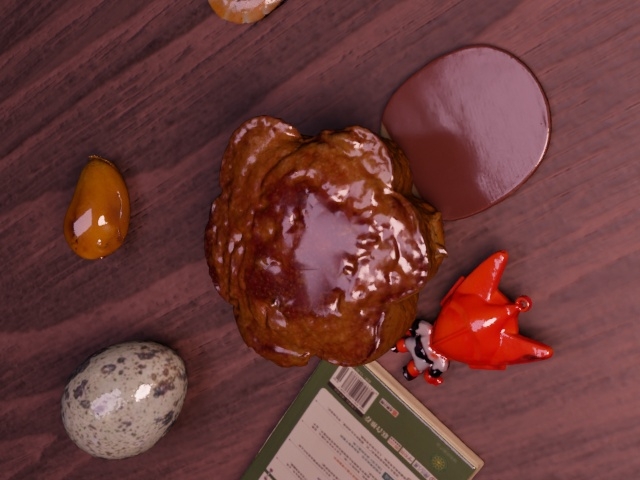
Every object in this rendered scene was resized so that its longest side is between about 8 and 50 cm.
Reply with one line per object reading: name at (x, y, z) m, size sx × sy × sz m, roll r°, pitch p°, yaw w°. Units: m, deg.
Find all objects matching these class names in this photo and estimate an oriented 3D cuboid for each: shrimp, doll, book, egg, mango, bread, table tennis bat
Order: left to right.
mango at (-0.267, -0.039, 1.159) m, size 0.063 × 0.077 × 0.127 m, roll 2°, pitch 84°, yaw 56°
egg at (-0.229, 0.186, 1.135) m, size 0.172 × 0.132 × 0.132 m, roll -36°, pitch 77°, yaw 20°
shrimp at (-0.070, -0.307, 1.012) m, size 0.095 × 0.045 × 0.162 m, roll 34°, pitch 112°, yaw 24°
bread at (0.010, 0.008, 0.925) m, size 0.232 × 0.135 × 0.246 m, roll 10°, pitch 101°, yaw 30°
book at (0.028, 0.263, 1.043) m, size 0.202 × 0.027 × 0.264 m, roll 41°, pitch 116°, yaw 20°
table tennis bat at (0.102, -0.082, 0.950) m, size 0.274 × 0.021 × 0.154 m, roll -33°, pitch 78°, yaw 30°
doll at (0.136, 0.090, 0.930) m, size 0.169 × 0.057 × 0.109 m, roll -30°, pitch 77°, yaw 35°
